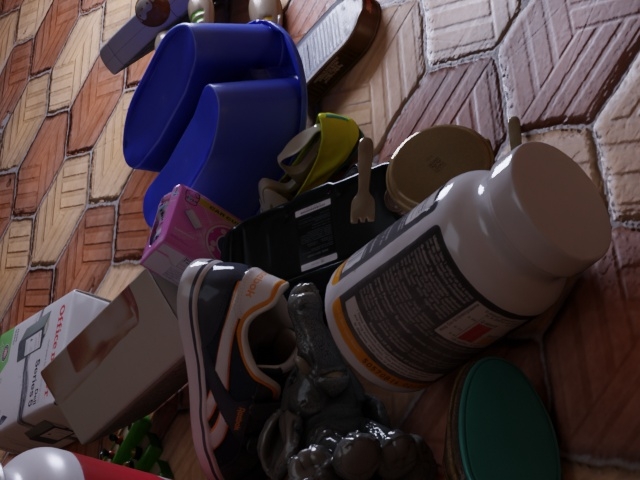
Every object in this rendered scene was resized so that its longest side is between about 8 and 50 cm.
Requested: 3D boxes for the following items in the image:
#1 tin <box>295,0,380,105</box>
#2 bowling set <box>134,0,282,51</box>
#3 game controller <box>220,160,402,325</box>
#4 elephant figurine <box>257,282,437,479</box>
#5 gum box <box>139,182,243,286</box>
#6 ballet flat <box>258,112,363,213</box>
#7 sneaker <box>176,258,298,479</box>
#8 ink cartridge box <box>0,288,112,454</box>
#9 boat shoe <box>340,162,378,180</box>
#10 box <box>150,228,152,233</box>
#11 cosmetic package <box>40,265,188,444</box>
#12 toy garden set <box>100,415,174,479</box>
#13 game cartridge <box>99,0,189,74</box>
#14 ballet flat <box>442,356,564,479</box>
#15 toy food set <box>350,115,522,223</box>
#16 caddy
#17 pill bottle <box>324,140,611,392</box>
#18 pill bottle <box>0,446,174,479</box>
[{"bbox_3d":[0.012,-0.267,1.893,0.190,0.040,0.106,-44,34,35],"label":"tin"},{"bbox_3d":[-0.199,-0.278,2.087,0.287,0.200,0.154,-47,38,37],"label":"bowling set"},{"bbox_3d":[0.006,0.016,1.613,0.319,0.067,0.166,-20,57,33],"label":"game controller"},{"bbox_3d":[0.012,0.200,1.473,0.186,0.169,0.239,-46,40,7],"label":"elephant figurine"},{"bbox_3d":[-0.137,0.020,1.766,0.062,0.188,0.107,-41,25,40],"label":"gum box"},{"bbox_3d":[-0.035,-0.078,1.800,0.231,0.077,0.077,-52,34,25],"label":"ballet flat"},{"bbox_3d":[-0.077,0.175,1.586,0.128,0.321,0.126,7,34,24],"label":"sneaker"},{"bbox_3d":[-0.423,0.218,2.188,0.273,0.115,0.198,-29,47,47],"label":"ink cartridge box"},{"bbox_3d":[0.000,0.000,1.694,0.228,0.076,0.080,-63,30,9],"label":"boat shoe"},{"bbox_3d":[-0.208,-0.003,2.068,0.114,0.036,0.207,-50,34,27],"label":"box"},{"bbox_3d":[-0.233,0.141,1.863,0.296,0.153,0.129,-40,77,37],"label":"cosmetic package"},{"bbox_3d":[-0.287,0.378,1.933,0.203,0.049,0.244,-59,31,15],"label":"toy garden set"},{"bbox_3d":[-0.239,-0.380,2.246,0.297,0.062,0.198,-30,5,47],"label":"game cartridge"},{"bbox_3d":[0.173,0.267,1.238,0.342,0.116,0.124,-107,29,-43],"label":"ballet flat"},{"bbox_3d":[0.133,-0.069,1.512,0.192,0.038,0.132,-6,58,17],"label":"toy food set"},{"bbox_3d":[-0.136,-0.155,1.912,0.341,0.179,0.241,-53,48,43],"label":"caddy"},{"bbox_3d":[0.144,0.028,1.361,0.278,0.162,0.162,-38,41,40],"label":"pill bottle"},{"bbox_3d":[-0.249,0.363,1.524,0.229,0.408,0.229,-36,43,43],"label":"pill bottle"}]
